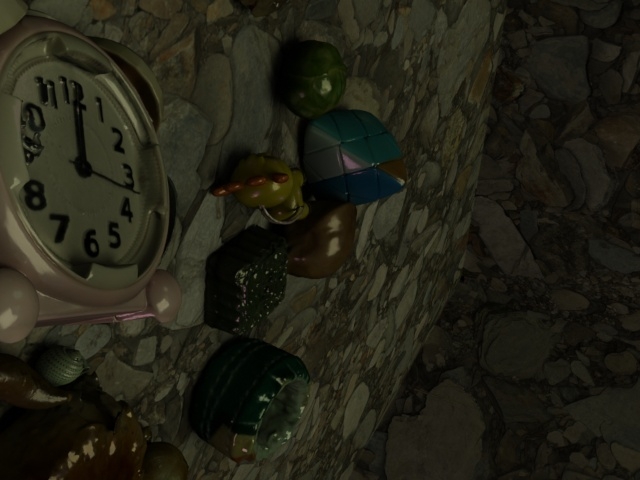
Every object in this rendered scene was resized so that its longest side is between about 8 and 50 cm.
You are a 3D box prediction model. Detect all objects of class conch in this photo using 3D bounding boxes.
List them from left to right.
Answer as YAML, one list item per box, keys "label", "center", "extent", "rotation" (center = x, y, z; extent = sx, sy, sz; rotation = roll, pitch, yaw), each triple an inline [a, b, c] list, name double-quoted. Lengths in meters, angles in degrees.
- label: "conch"
  center: [-0.367, 0.178, 0.917]
  extent: [0.076, 0.085, 0.056]
  rotation: [28, 40, -74]

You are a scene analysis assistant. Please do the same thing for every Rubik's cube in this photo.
- label: "Rubik's cube"
  center: [0.074, -0.183, 1.382]
  extent: [0.254, 0.255, 0.254]
  rotation: [-49, 151, -39]

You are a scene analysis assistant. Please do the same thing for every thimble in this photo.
- label: "thimble"
  center: [-0.143, 0.349, 1.442]
  extent: [0.288, 0.167, 0.254]
  rotation: [6, 107, -66]

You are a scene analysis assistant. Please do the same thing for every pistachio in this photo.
- label: "pistachio"
  center: [0.000, 0.000, 1.453]
  extent: [0.213, 0.162, 0.260]
  rotation: [-33, 169, 3]

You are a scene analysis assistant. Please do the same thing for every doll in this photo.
- label: "doll"
  center: [-0.101, -0.093, 1.195]
  extent: [0.221, 0.143, 0.135]
  rotation: [3, 80, -73]

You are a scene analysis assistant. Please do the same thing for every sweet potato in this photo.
- label: "sweet potato"
  center: [-0.417, 0.171, 0.799]
  extent: [0.249, 0.060, 0.069]
  rotation: [23, 66, -57]

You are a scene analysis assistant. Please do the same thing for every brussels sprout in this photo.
- label: "brussels sprout"
  center: [-0.010, -0.295, 1.214]
  extent: [0.155, 0.118, 0.155]
  rotation: [-33, 133, -44]

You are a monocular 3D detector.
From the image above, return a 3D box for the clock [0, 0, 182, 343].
- label: "clock"
  center: [-0.276, -0.071, 0.641]
  extent: [0.342, 0.184, 0.325]
  rotation: [11, 75, -77]

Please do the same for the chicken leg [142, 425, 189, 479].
- label: "chicken leg"
  center: [-0.388, 0.532, 1.117]
  extent: [0.429, 0.153, 0.201]
  rotation: [-44, 136, -31]

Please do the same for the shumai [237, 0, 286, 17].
- label: "shumai"
  center: [-0.045, -0.434, 1.001]
  extent: [0.201, 0.120, 0.201]
  rotation: [-53, 156, -36]

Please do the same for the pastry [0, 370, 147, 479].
- label: "pastry"
  center: [-0.380, 0.370, 0.956]
  extent: [0.329, 0.136, 0.329]
  rotation: [-51, 154, -36]

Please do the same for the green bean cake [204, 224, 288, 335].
- label: "green bean cake"
  center: [-0.140, 0.083, 1.297]
  extent: [0.173, 0.094, 0.181]
  rotation: [-38, 142, -50]

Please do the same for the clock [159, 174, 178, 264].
- label: "clock"
  center: [-0.287, -0.016, 0.938]
  extent: [0.215, 0.042, 0.214]
  rotation: [-49, 151, -39]
